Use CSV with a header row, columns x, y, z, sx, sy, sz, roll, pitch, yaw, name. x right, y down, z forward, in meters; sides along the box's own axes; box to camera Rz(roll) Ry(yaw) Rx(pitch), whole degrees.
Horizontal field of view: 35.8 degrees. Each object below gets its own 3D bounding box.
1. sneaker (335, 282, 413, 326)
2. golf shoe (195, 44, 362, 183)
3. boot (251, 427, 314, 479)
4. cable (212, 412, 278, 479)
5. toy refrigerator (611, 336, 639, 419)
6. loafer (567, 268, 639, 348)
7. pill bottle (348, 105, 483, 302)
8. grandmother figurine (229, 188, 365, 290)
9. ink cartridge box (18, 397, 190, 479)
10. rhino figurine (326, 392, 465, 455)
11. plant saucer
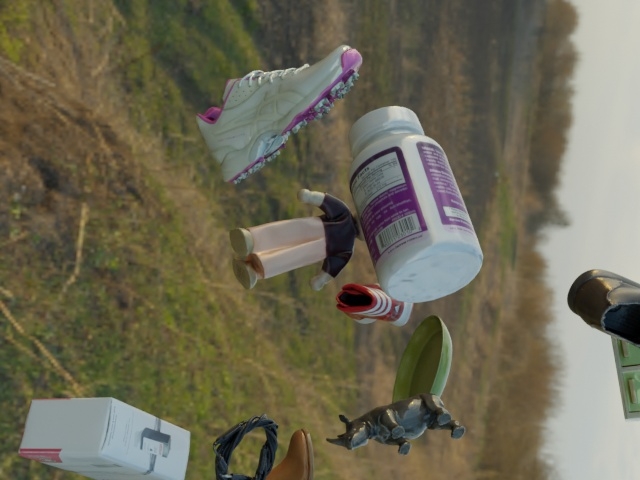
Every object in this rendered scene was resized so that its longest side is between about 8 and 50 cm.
x,y,z,sx,sy,sz,roll,pitch,yaw,name
0.070,0.107,1.882,0.221,0.128,0.087,-6,-113,60,sneaker
-0.073,-0.212,1.497,0.140,0.306,0.115,54,30,1,golf shoe
-0.136,0.553,2.230,0.109,0.220,0.283,163,-63,-80,boot
-0.147,0.451,2.099,0.184,0.047,0.150,-31,109,-42,cable
0.682,0.246,2.126,0.094,0.102,0.269,39,44,-68,toy refrigerator
0.632,0.164,1.819,0.130,0.366,0.134,-99,-156,-64,loafer
0.140,-0.065,1.604,0.169,0.169,0.301,76,-1,-58,pill bottle
0.000,0.000,1.896,0.104,0.342,0.208,42,-39,46,grandmother figurine
-0.324,0.311,1.521,0.218,0.158,0.092,45,46,-54,ink cartridge box
0.124,0.328,1.748,0.106,0.243,0.073,-138,-139,-62,rhino figurine
0.211,0.270,2.019,0.241,0.037,0.241,-161,-90,-79,plant saucer
